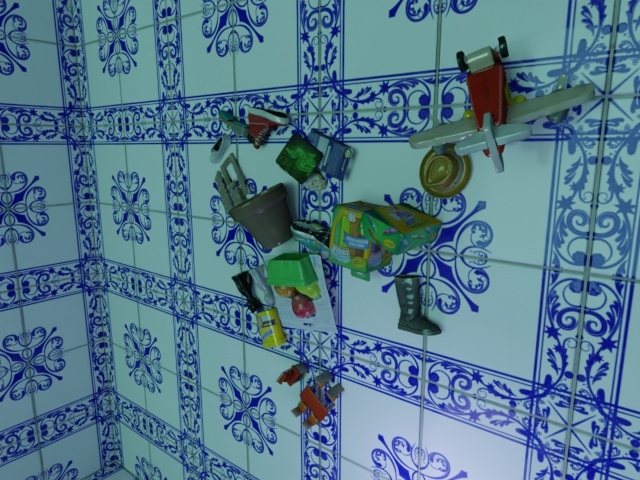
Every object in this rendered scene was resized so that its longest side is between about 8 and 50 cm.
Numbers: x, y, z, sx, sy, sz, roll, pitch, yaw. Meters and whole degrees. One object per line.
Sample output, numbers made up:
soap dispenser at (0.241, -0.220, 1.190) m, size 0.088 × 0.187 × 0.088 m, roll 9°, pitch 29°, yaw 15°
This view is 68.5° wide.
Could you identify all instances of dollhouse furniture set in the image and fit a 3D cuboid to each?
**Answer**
dollhouse furniture set at (-0.063, 0.683, 2.090) m, size 0.259 × 0.135 × 0.262 m, roll 45°, pitch 123°, yaw 23°

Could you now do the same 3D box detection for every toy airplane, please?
toy airplane at (0.499, -0.347, 1.344) m, size 0.384 × 0.272 × 0.386 m, roll -49°, pitch 49°, yaw 0°

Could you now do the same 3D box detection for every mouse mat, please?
mouse mat at (-0.090, -0.336, 1.918) m, size 0.190 × 0.007 × 0.152 m, roll 42°, pitch 104°, yaw 27°

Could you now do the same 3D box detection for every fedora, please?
fedora at (0.402, -0.230, 1.568) m, size 0.194 × 0.079 × 0.194 m, roll 9°, pitch 105°, yaw 38°

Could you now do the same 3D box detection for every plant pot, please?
plant pot at (-0.227, -0.089, 2.019) m, size 0.263 × 0.263 × 0.229 m, roll -19°, pitch 103°, yaw 40°

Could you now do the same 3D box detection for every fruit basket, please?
fruit basket at (-0.083, 0.223, 2.033) m, size 0.327 × 0.165 × 0.352 m, roll -3°, pitch 113°, yaw 40°

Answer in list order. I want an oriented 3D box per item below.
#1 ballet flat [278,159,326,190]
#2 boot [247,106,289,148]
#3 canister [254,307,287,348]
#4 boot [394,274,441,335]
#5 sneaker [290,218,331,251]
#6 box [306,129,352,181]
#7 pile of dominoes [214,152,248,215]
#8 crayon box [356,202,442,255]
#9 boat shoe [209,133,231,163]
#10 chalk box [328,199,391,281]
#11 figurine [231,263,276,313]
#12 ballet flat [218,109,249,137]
ballet flat at (-0.084, -0.272, 1.956) m, size 0.241 × 0.077 × 0.091 m, roll 33°, pitch 117°, yaw 29°
boot at (-0.229, -0.473, 2.032) m, size 0.244 × 0.088 × 0.176 m, roll 24°, pitch 115°, yaw 41°
canister at (-0.238, 0.414, 2.221) m, size 0.126 × 0.073 × 0.169 m, roll -21°, pitch 84°, yaw 39°
boot at (0.353, 0.233, 1.715) m, size 0.190 × 0.076 × 0.208 m, roll 5°, pitch 95°, yaw 36°
sneaker at (0.000, 0.000, 1.937) m, size 0.275 × 0.107 × 0.110 m, roll 25°, pitch 140°, yaw 25°
box at (0.034, -0.337, 1.872) m, size 0.225 × 0.037 × 0.136 m, roll 33°, pitch 118°, yaw 32°
pile of dominoes at (-0.424, -0.267, 2.274) m, size 0.196 × 0.040 × 0.251 m, roll -39°, pitch 66°, yaw 38°
crayon box at (0.270, -0.045, 1.581) m, size 0.165 × 0.278 × 0.081 m, roll 32°, pitch 118°, yaw 30°
boat shoe at (-0.496, -0.439, 2.264) m, size 0.184 × 0.063 × 0.066 m, roll -37°, pitch 75°, yaw 37°
chalk box at (0.153, 0.012, 1.753) m, size 0.180 × 0.179 × 0.288 m, roll 16°, pitch 108°, yaw 36°
figurine at (-0.299, 0.235, 2.235) m, size 0.215 × 0.092 × 0.209 m, roll -21°, pitch 94°, yaw 39°
ballet flat at (-0.406, -0.533, 2.169) m, size 0.213 × 0.072 × 0.068 m, roll 35°, pitch 123°, yaw 28°
